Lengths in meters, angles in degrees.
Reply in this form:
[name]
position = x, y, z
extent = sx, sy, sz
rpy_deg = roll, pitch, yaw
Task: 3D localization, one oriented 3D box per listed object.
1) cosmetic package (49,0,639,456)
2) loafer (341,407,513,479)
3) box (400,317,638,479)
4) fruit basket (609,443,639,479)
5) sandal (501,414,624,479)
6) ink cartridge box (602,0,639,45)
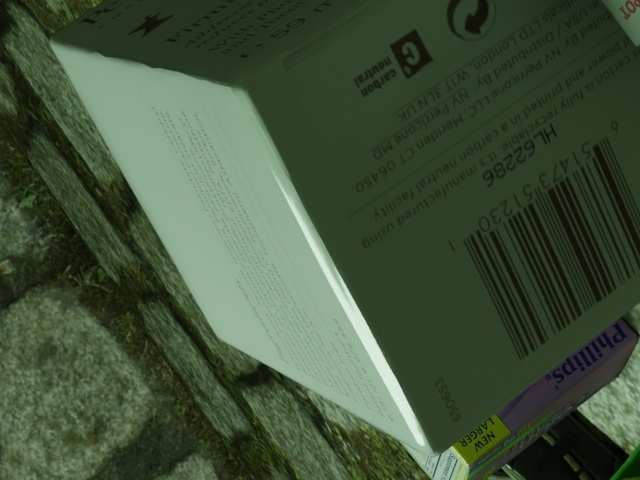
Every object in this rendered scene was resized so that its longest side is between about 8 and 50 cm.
[cosmetic package]
position = 0.049, -0.092, 1.356
extent = 0.393, 0.329, 0.327
rpy_deg = 20, 143, 61
[loafer]
position = 0.126, 0.188, 1.932
extent = 0.319, 0.112, 0.111
rpy_deg = 31, 171, -30
[box]
position = 0.138, 0.085, 1.644
extent = 0.243, 0.213, 0.117
rpy_deg = 50, 162, 18
[fruit basket]
position = 0.317, 0.277, 1.396
extent = 0.392, 0.283, 0.392
rpy_deg = 40, 170, 8
[sandal]
position = 0.269, 0.259, 1.827
extent = 0.303, 0.120, 0.086
rpy_deg = 56, -178, 33
[ink cartridge box]
position = 0.195, -0.247, 1.077
extent = 0.212, 0.093, 0.154
rpy_deg = 55, 164, 5
